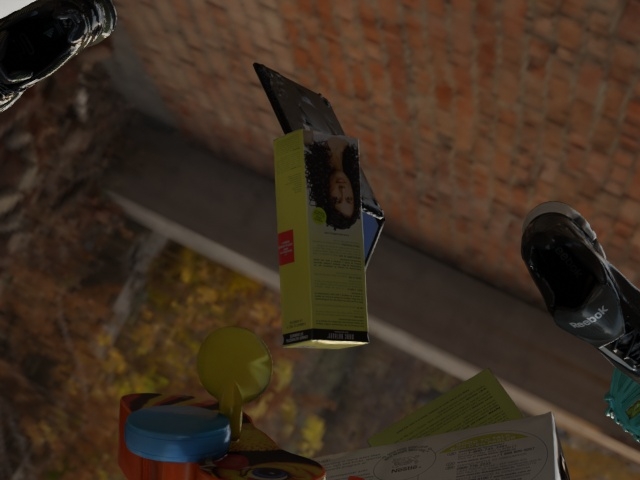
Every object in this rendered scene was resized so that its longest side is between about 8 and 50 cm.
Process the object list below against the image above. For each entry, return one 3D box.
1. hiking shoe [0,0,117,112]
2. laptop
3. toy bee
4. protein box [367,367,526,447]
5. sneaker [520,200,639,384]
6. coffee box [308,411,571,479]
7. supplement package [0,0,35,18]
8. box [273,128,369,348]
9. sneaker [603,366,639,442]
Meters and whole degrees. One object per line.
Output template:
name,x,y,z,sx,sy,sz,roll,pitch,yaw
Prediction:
hiking shoe,-0.308,-0.176,1.282,0.227,0.086,0.114,-31,-172,17
laptop,-0.016,-0.093,1.922,0.136,0.234,0.264,-40,145,23
toy bee,-0.054,0.178,0.888,0.298,0.162,0.195,-105,-159,-59
protein box,0.205,0.320,1.797,0.199,0.201,0.136,-31,128,-3
sneaker,0.262,0.069,1.225,0.078,0.234,0.106,-44,175,26
coffee box,0.113,0.417,1.320,0.334,0.338,0.338,-70,144,-67
supplement package,-0.477,-0.308,1.495,0.199,0.198,0.262,-46,166,12
box,0.000,0.000,1.458,0.087,0.058,0.232,5,78,-40
sneaker,0.457,0.238,1.887,0.107,0.110,0.275,60,20,-55
